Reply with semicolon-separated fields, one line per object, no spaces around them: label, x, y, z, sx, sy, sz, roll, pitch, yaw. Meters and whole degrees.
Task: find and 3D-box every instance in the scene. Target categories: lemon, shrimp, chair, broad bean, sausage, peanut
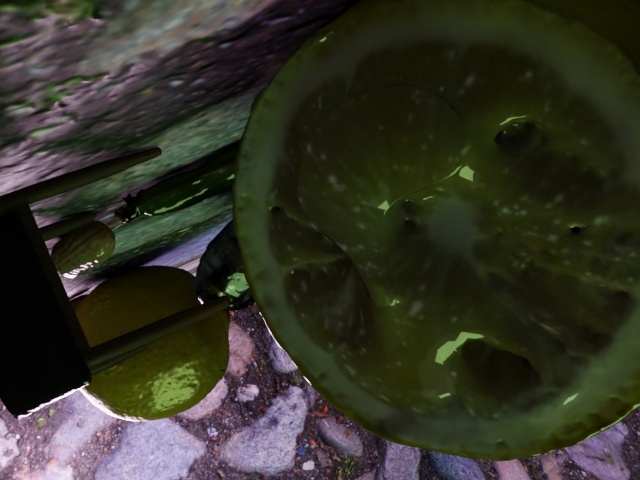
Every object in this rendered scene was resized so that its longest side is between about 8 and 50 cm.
lemon;0.132;-0.037;0.537;0.364;0.364;0.364;-25;176;-2
shrimp;-0.011;-0.067;0.789;0.372;0.172;0.137;-42;162;-21
chair;-0.246;0.054;0.556;0.272;0.166;0.188;-21;175;-44
broad bean;-0.073;-0.083;0.713;0.298;0.043;0.060;-24;167;4
sausage;-0.466;0.128;1.235;0.116;0.026;0.026;-27;176;13
lemon;-0.295;0.177;1.185;0.293;0.292;0.293;-25;176;-2
peanut;-0.263;0.011;0.752;0.113;0.053;0.054;-25;177;41
